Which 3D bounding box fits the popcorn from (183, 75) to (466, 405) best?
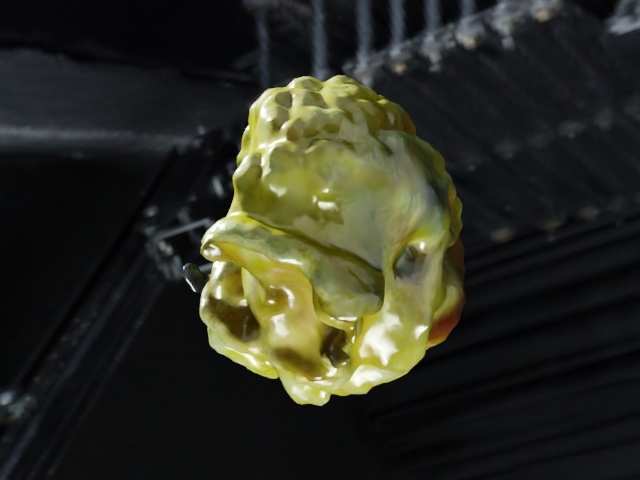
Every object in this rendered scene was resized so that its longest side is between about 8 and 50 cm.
[{"bbox_3d":[0.002,0.002,0.953,0.189,0.169,0.218,-55,-46,-38],"label":"popcorn"}]
